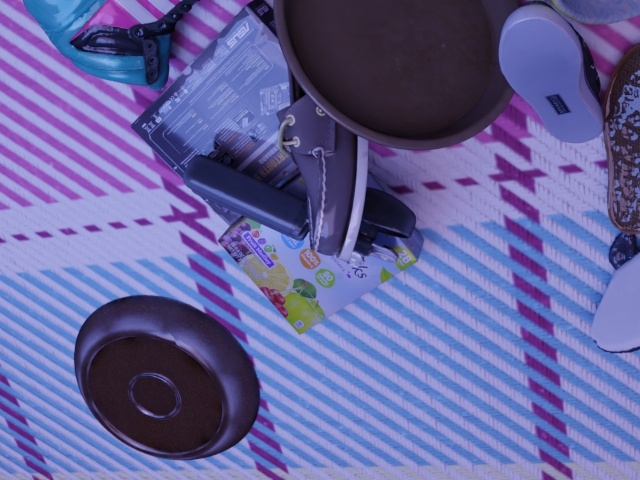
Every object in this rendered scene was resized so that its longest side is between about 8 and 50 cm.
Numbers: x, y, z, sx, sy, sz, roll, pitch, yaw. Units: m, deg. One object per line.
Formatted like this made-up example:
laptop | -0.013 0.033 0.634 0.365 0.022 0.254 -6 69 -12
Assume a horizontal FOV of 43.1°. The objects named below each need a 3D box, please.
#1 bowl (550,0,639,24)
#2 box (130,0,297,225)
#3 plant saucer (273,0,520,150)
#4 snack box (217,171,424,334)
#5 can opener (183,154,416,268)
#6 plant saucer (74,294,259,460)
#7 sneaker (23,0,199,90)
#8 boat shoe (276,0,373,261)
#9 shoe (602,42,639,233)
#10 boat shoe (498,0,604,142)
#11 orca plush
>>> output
bowl | 0.277 -0.361 0.732 0.289 0.290 0.156 -56 51 30
box | -0.096 -0.155 1.010 0.183 0.056 0.231 45 118 -11
plant saucer | 0.083 -0.223 0.846 0.278 0.278 0.041 37 161 -6
snack box | 0.000 0.000 1.058 0.207 0.070 0.174 -35 102 25
can opener | -0.026 -0.042 0.977 0.280 0.074 0.093 20 82 7
plant saucer | -0.249 0.230 1.255 0.311 0.050 0.310 7 119 12
sneaker | -0.184 -0.269 0.940 0.296 0.123 0.178 -12 134 -1
boat shoe | -0.001 -0.140 0.884 0.097 0.116 0.324 3 84 -13
shoe | 0.361 -0.117 0.917 0.077 0.058 0.219 13 117 31
boat shoe | 0.247 -0.185 0.839 0.080 0.076 0.228 -7 154 34
orca plush | 0.440 0.022 0.966 0.151 0.102 0.287 41 120 45
